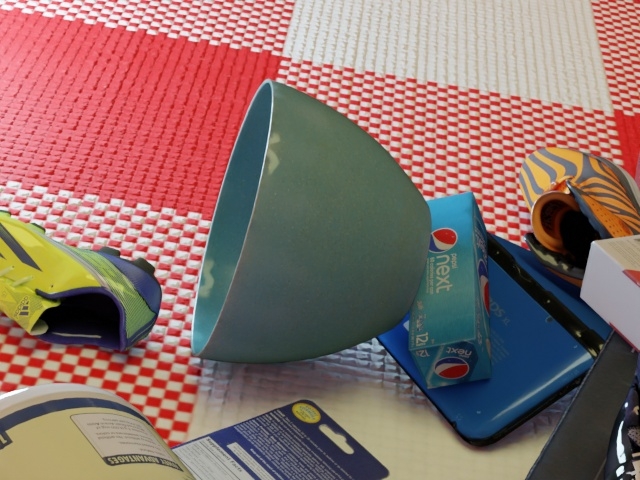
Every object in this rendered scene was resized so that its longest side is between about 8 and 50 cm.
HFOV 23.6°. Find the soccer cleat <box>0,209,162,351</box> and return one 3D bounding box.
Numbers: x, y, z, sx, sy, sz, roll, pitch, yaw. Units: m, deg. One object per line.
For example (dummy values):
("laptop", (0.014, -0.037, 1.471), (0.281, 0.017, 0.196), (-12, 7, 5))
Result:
("soccer cleat", (-0.307, 0.044, 1.576), (0.289, 0.093, 0.121), (13, 37, 7))

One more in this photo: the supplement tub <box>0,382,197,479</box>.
("supplement tub", (-0.148, 0.277, 1.082), (0.235, 0.235, 0.325), (-13, 37, -33))

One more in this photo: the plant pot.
("plant pot", (0.000, 0.000, 1.567), (0.195, 0.290, 0.290), (14, 29, -11))

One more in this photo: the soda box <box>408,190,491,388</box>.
("soda box", (0.135, 0.049, 1.596), (0.071, 0.067, 0.210), (-11, 45, 16))

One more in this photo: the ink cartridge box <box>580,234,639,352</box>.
("ink cartridge box", (0.293, 0.038, 1.224), (0.135, 0.056, 0.099), (-7, 33, -24))

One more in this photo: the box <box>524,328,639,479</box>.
("box", (0.381, 0.299, 1.153), (0.472, 0.297, 0.480), (22, 32, 16))

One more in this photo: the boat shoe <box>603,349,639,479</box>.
("boat shoe", (0.345, 0.149, 0.971), (0.341, 0.127, 0.158), (10, 39, 3))

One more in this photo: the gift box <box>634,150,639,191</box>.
("gift box", (0.565, -0.099, 1.922), (0.258, 0.255, 0.276), (3, 25, -9))

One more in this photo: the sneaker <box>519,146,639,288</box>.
("sneaker", (0.298, -0.038, 1.799), (0.180, 0.124, 0.321), (24, 17, -38))

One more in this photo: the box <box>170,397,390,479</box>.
("box", (-0.060, 0.222, 1.399), (0.225, 0.036, 0.136), (-17, 40, -36))

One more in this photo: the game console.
("game console", (0.212, 0.112, 1.676), (0.250, 0.173, 0.293), (-33, 42, -8))
